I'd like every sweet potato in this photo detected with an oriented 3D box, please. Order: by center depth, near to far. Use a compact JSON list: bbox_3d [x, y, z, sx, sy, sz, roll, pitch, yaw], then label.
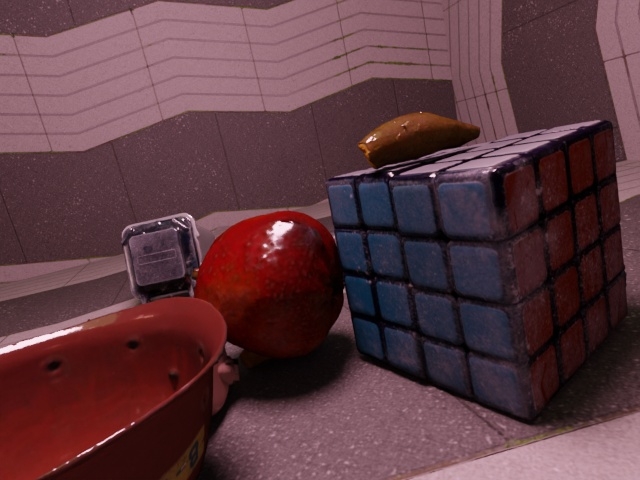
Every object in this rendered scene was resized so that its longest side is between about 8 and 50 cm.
[{"bbox_3d":[0.158,-0.168,0.670,0.243,0.077,0.077,-21,15,-25],"label":"sweet potato"}]

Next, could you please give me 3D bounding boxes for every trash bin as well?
[{"bbox_3d":[-0.491,0.078,1.477,0.255,0.297,0.367,-13,-2,2],"label":"trash bin"}]

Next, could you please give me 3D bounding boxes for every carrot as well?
[{"bbox_3d":[-0.080,0.207,0.869,0.186,0.060,0.060,-24,16,-23],"label":"carrot"}]

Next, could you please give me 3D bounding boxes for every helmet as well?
[{"bbox_3d":[-0.264,0.242,0.474,0.336,0.231,0.385,-3,13,23],"label":"helmet"}]

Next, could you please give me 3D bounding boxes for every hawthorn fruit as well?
[{"bbox_3d":[-0.108,0.081,0.784,0.306,0.266,0.265,0,15,15],"label":"hawthorn fruit"}]

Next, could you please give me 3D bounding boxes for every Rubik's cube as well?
[{"bbox_3d":[0.257,0.019,0.710,0.343,0.345,0.337,-20,13,-33],"label":"Rubik's cube"}]

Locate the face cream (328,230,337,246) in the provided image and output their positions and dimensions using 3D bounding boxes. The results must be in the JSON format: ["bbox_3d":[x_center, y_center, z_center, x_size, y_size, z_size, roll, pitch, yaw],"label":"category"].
[{"bbox_3d":[0.000,0.000,1.674,0.283,0.073,0.073,-1,17,43],"label":"face cream"}]

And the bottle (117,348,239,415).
[{"bbox_3d":[-0.300,0.236,0.715,0.296,0.173,0.206,-11,-21,8],"label":"bottle"}]
